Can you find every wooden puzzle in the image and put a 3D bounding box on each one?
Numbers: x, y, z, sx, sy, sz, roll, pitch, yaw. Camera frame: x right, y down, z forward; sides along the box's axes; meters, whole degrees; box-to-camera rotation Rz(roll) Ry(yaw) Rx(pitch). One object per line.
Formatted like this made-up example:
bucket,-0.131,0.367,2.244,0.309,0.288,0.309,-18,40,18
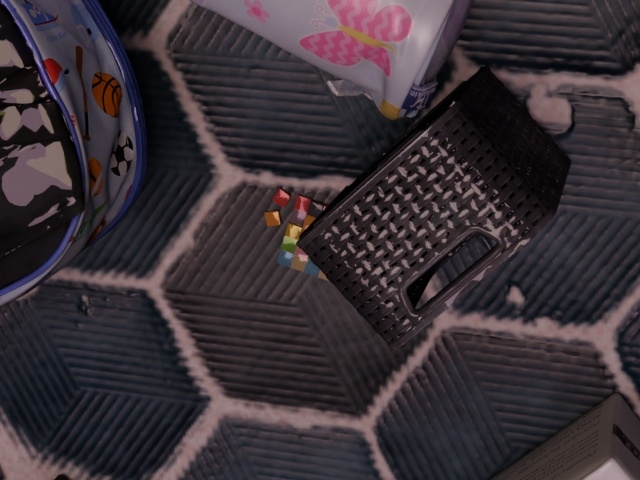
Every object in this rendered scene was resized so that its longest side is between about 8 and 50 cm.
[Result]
wooden puzzle,0.000,0.000,0.994,0.083,0.006,0.049,19,108,7

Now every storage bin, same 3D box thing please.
storage bin,0.071,-0.025,0.879,0.122,0.180,0.084,-41,93,19

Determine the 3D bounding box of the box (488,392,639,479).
box,0.173,0.231,0.957,0.182,0.119,0.181,-38,94,19

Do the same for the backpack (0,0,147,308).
backpack,-0.240,-0.066,0.924,0.263,0.213,0.276,-16,107,29

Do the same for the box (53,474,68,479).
box,-0.166,0.308,1.029,0.203,0.168,0.167,35,110,2

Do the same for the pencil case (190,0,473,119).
pencil case,-0.036,-0.178,0.901,0.273,0.113,0.124,29,151,3
